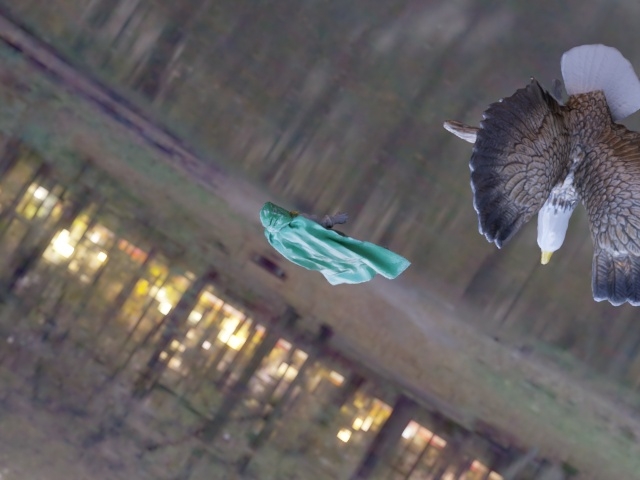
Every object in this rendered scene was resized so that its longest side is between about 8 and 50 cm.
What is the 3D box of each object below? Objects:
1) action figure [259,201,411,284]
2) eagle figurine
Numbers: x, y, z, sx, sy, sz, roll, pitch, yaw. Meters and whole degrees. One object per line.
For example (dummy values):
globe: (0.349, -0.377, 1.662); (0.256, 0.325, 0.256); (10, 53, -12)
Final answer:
action figure: (0.000, 0.000, 1.688); (0.137, 0.063, 0.232); (-21, 149, 33)
eagle figurine: (0.266, -0.069, 1.320); (0.298, 0.226, 0.225); (-83, -27, -76)
